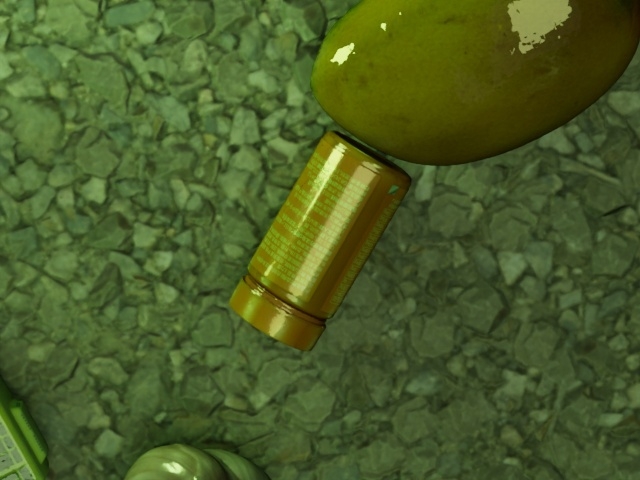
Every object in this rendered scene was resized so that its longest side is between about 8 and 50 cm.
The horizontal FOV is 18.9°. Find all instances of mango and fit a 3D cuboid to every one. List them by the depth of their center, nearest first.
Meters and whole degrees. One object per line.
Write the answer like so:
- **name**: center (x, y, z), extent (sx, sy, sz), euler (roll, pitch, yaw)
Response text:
- **mango**: center (0.147, -0.184, 1.741), extent (0.317, 0.173, 0.211), euler (-29, 102, 8)

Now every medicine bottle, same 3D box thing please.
- **medicine bottle**: center (0.000, 0.000, 1.801), extent (0.096, 0.096, 0.192), euler (29, 98, -10)

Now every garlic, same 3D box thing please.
- **garlic**: center (-0.132, 0.325, 1.810), extent (0.207, 0.207, 0.257), euler (36, 104, -11)

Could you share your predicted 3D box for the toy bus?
- **toy bus**: center (-0.329, 0.173, 1.814), extent (0.101, 0.088, 0.175), euler (-28, 101, 0)
